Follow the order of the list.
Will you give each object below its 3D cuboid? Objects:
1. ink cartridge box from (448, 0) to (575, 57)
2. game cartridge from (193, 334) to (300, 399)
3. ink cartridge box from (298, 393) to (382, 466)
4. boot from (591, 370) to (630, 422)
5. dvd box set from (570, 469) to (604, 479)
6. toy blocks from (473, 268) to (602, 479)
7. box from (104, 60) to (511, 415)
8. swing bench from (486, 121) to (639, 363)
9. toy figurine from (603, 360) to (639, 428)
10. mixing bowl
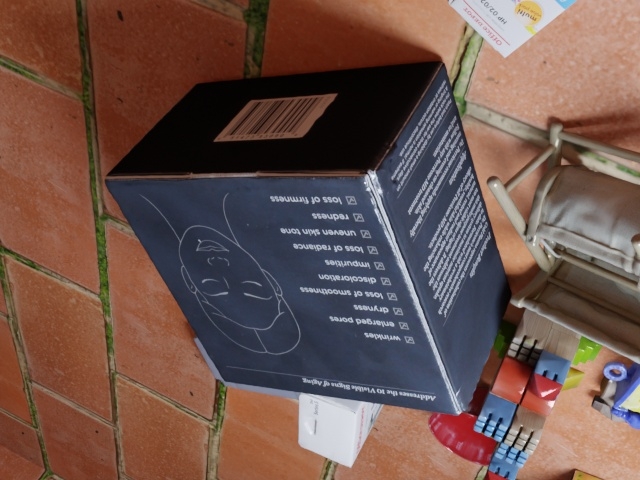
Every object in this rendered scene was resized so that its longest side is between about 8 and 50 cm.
[{"bbox_3d":[0.242,-0.308,1.101,0.104,0.061,0.181,41,141,-9],"label":"ink cartridge box"},{"bbox_3d":[-0.142,0.272,1.982,0.294,0.060,0.196,4,136,31],"label":"game cartridge"},{"bbox_3d":[0.067,0.257,1.644,0.115,0.273,0.198,20,140,16],"label":"ink cartridge box"},{"bbox_3d":[0.536,0.280,1.538,0.087,0.042,0.118,17,140,10],"label":"boot"},{"bbox_3d":[0.640,0.648,1.633,0.420,0.307,0.062,18,141,17],"label":"dvd box set"},{"bbox_3d":[0.339,0.254,1.464,0.191,0.261,0.381,23,140,13],"label":"toy blocks"},{"bbox_3d":[0.000,0.000,1.404,0.480,0.297,0.472,2,131,32],"label":"box"},{"bbox_3d":[0.389,0.008,1.191,0.253,0.165,0.254,29,150,45],"label":"swing bench"},{"bbox_3d":[0.558,0.254,1.383,0.217,0.191,0.362,30,140,12],"label":"toy figurine"},{"bbox_3d":[0.314,0.353,1.710,0.181,0.098,0.181,22,143,17],"label":"mixing bowl"}]
